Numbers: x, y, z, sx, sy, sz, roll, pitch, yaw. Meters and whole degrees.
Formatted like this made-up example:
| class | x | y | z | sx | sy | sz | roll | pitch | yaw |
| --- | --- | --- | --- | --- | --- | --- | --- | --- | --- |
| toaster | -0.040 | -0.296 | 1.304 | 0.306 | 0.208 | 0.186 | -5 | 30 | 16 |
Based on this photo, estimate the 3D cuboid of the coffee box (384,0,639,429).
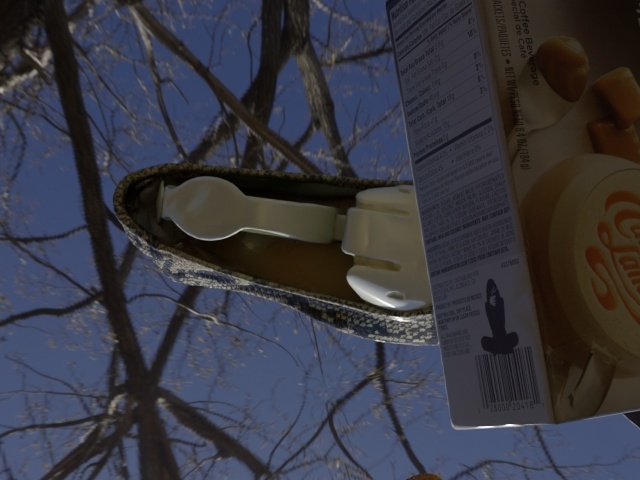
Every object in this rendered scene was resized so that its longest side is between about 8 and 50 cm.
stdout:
| class | x | y | z | sx | sy | sz | roll | pitch | yaw |
| --- | --- | --- | --- | --- | --- | --- | --- | --- | --- |
| coffee box | 0.134 | -0.032 | 0.523 | 0.141 | 0.098 | 0.246 | -3 | -100 | -24 |

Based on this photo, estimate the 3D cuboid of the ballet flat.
| class | x | y | z | sx | sy | sz | roll | pitch | yaw |
| --- | --- | --- | --- | --- | --- | --- | --- | --- | --- |
| ballet flat | 0.000 | 0.000 | 0.939 | 0.483 | 0.182 | 0.164 | 8 | -102 | 26 |

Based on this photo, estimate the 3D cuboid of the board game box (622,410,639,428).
| class | x | y | z | sx | sy | sz | roll | pitch | yaw |
| --- | --- | --- | --- | --- | --- | --- | --- | --- | --- |
| board game box | 0.294 | 0.071 | 0.639 | 0.170 | 0.048 | 0.141 | 11 | -68 | -36 |

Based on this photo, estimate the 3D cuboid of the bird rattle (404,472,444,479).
| class | x | y | z | sx | sy | sz | roll | pitch | yaw |
| --- | --- | --- | --- | --- | --- | --- | --- | --- | --- |
| bird rattle | 0.086 | 0.224 | 0.450 | 0.143 | 0.207 | 0.253 | -35 | -67 | 28 |
